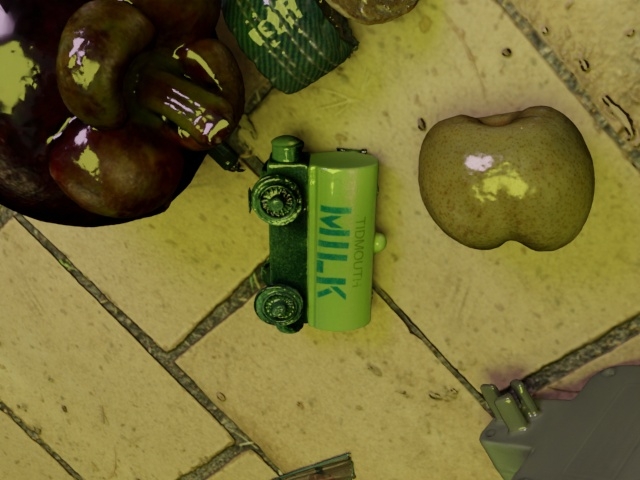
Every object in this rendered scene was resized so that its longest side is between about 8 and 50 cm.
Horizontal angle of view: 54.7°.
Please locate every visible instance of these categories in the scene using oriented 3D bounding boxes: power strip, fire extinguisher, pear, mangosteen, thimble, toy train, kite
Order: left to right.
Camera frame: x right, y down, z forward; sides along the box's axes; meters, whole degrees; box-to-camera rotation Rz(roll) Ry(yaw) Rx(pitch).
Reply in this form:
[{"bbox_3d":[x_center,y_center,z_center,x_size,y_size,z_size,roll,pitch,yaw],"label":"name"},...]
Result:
[{"bbox_3d":[-0.213,-0.157,0.601,0.346,0.307,0.307,15,119,40],"label":"mangosteen"},{"bbox_3d":[-0.127,-0.110,0.763,0.083,0.025,0.038,43,154,-4],"label":"fire extinguisher"},{"bbox_3d":[-0.032,-0.227,0.633,0.090,0.118,0.135,-27,100,26],"label":"thimble"},{"bbox_3d":[0.000,0.000,0.736,0.157,0.105,0.253,1,114,1],"label":"toy train"},{"bbox_3d":[0.001,0.456,0.970,0.314,0.011,0.335,16,116,9],"label":"kite"},{"bbox_3d":[0.181,-0.061,0.617,0.167,0.167,0.137,-2,115,17],"label":"pear"},{"bbox_3d":[0.292,0.216,0.677,0.141,0.229,0.261,58,149,-7],"label":"power strip"}]

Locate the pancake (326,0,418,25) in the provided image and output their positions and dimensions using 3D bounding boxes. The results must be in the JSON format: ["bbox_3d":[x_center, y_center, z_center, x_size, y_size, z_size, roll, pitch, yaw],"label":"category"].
[{"bbox_3d":[0.037,-0.284,0.594,0.158,0.158,0.028,56,159,-10],"label":"pancake"}]
